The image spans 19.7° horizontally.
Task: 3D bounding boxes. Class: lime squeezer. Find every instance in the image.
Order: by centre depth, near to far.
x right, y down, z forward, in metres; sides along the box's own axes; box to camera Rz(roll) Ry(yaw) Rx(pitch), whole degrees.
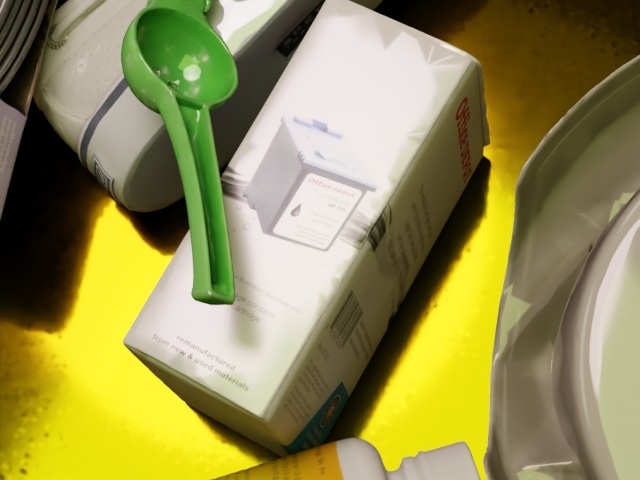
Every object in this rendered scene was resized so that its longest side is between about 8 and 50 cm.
[{"bbox_3d":[-0.046,-0.122,0.823,0.058,0.110,0.310,16,77,-15],"label":"lime squeezer"}]

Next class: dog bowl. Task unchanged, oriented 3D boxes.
[{"bbox_3d":[0.242,0.066,0.855,0.348,0.102,0.349,-1,75,5],"label":"dog bowl"}]

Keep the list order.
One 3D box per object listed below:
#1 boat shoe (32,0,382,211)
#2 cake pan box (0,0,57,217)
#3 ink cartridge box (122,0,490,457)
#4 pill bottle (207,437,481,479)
[{"bbox_3d":[-0.015,-0.192,0.945,0.367,0.136,0.156,-45,72,3],"label":"boat shoe"},{"bbox_3d":[-0.247,-0.127,0.937,0.266,0.070,0.246,7,78,27],"label":"cake pan box"},{"bbox_3d":[0.000,0.000,0.877,0.082,0.139,0.191,26,79,14],"label":"ink cartridge box"},{"bbox_3d":[-0.023,0.162,0.847,0.215,0.117,0.117,-17,74,1],"label":"pill bottle"}]
